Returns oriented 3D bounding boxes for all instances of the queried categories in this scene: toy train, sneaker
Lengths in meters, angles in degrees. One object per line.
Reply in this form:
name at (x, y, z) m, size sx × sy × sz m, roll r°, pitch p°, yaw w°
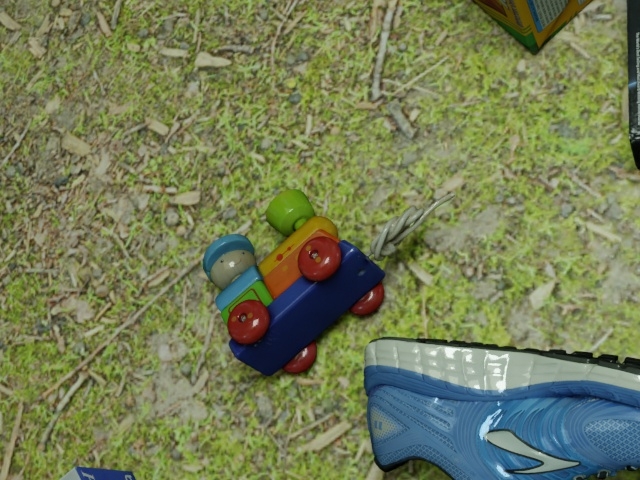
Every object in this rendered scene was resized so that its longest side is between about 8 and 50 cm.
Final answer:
toy train at (0.000, 0.000, 0.902) m, size 0.248 × 0.105 × 0.143 m, roll -42°, pitch 50°, yaw 7°
sneaker at (0.188, 0.162, 0.766) m, size 0.330 × 0.130 × 0.147 m, roll 2°, pitch 86°, yaw 30°

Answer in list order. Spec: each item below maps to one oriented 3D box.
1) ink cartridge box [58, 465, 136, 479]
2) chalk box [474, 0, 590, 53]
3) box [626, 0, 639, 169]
ink cartridge box at (-0.172, 0.311, 0.877) m, size 0.046 × 0.097 × 0.207 m, roll -40°, pitch 63°, yaw 8°
chalk box at (0.156, -0.357, 0.890) m, size 0.179 × 0.180 × 0.289 m, roll -44°, pitch 62°, yaw 6°
box at (0.341, -0.160, 0.806) m, size 0.148 × 0.077 × 0.180 m, roll -2°, pitch 74°, yaw 22°
